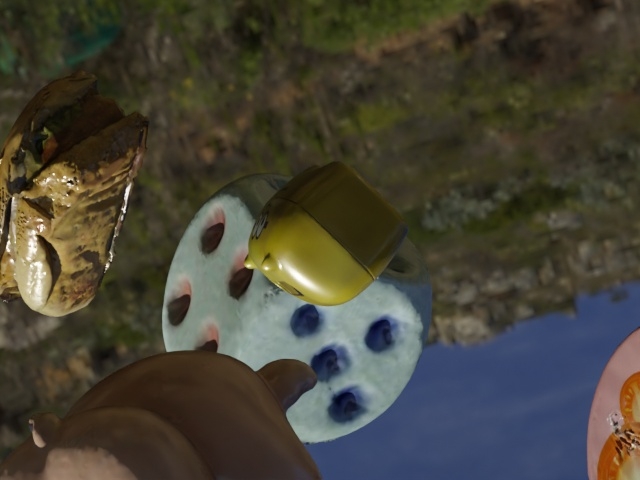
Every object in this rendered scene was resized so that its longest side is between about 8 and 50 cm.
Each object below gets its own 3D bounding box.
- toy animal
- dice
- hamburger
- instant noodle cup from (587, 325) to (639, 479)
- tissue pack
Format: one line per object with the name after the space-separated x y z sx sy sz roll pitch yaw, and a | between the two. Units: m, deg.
-0.123 0.177 1.107 0.210 0.221 0.229 -26 -127 24 | toy animal
-0.033 0.083 2.127 0.265 0.262 0.268 14 -158 -30 | dice
-0.258 -0.028 1.509 0.124 0.262 0.131 38 -138 19 | hamburger
0.397 0.185 1.446 0.231 0.243 0.243 3 -165 -31 | instant noodle cup
0.000 0.000 1.593 0.127 0.123 0.178 -50 -171 -6 | tissue pack
